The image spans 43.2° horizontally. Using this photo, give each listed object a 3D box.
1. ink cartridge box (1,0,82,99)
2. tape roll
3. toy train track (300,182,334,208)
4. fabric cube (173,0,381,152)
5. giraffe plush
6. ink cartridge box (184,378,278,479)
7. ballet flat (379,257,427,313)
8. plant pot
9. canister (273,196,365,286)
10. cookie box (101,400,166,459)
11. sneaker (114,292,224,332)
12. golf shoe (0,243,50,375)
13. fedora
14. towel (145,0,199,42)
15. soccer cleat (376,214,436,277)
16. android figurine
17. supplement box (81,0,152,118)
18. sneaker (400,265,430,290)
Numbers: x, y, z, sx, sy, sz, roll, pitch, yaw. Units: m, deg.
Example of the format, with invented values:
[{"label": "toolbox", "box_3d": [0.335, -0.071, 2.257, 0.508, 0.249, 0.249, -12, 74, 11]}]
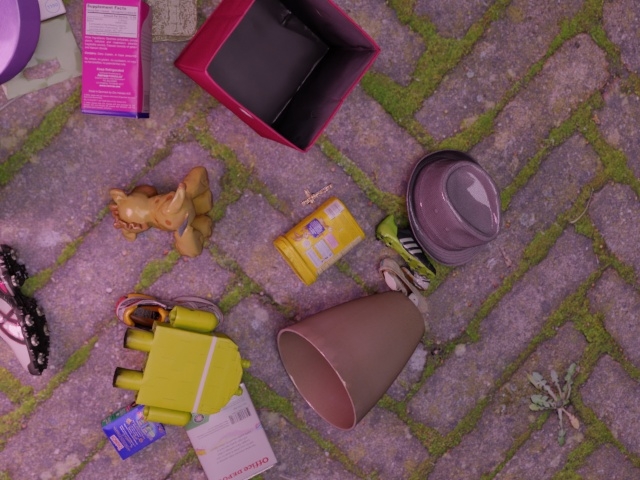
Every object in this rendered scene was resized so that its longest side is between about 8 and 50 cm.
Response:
[{"label": "ink cartridge box", "box_3d": [-0.564, -0.407, 1.534, 0.171, 0.056, 0.235, -22, 104, -12]}, {"label": "tape roll", "box_3d": [-0.647, -0.403, 1.436, 0.275, 0.090, 0.275, 2, 107, 5]}, {"label": "toy train track", "box_3d": [-0.006, -0.101, 1.783, 0.083, 0.014, 0.048, -34, 108, -10]}, {"label": "fabric cube", "box_3d": [-0.092, -0.355, 1.569, 0.254, 0.258, 0.259, 37, 87, -27]}, {"label": "giraffe plush", "box_3d": [-0.326, -0.056, 1.625, 0.170, 0.210, 0.181, 3, 104, 11]}, {"label": "ink cartridge box", "box_3d": [-0.206, 0.419, 1.772, 0.154, 0.093, 0.212, -24, 104, -11]}, {"label": "ballet flat", "box_3d": [0.185, 0.115, 1.856, 0.057, 0.052, 0.168, -30, 106, 31]}, {"label": "plant pot", "box_3d": [0.091, 0.233, 1.771, 0.274, 0.256, 0.256, -32, 108, -27]}, {"label": "canister", "box_3d": [0.000, 0.000, 1.772, 0.170, 0.073, 0.126, -39, 109, -9]}, {"label": "cookie box", "box_3d": [-0.401, 0.402, 1.735, 0.107, 0.040, 0.092, -30, 107, -11]}, {"label": "sneaker", "box_3d": [-0.313, 0.165, 1.693, 0.225, 0.093, 0.088, 4, 98, -19]}, {"label": "golf shoe", "box_3d": [-0.623, 0.146, 1.603, 0.120, 0.105, 0.273, -18, 99, 3]}, {"label": "fedora", "box_3d": [0.322, -0.077, 1.813, 0.243, 0.124, 0.275, -31, 103, -21]}, {"label": "towel", "box_3d": [-0.299, -0.473, 1.618, 0.110, 0.027, 0.148, -5, 102, -15]}, {"label": "soccer cleat", "box_3d": [0.205, 0.014, 1.841, 0.179, 0.060, 0.072, 41, 69, -12]}, {"label": "android figurine", "box_3d": [-0.276, 0.260, 1.649, 0.273, 0.056, 0.248, 12, 96, -23]}, {"label": "supplement box", "box_3d": [-0.389, -0.349, 1.555, 0.114, 0.111, 0.220, 5, 98, -1]}, {"label": "sneaker", "box_3d": [0.220, 0.082, 1.881, 0.083, 0.032, 0.037, 40, 64, -17]}]
